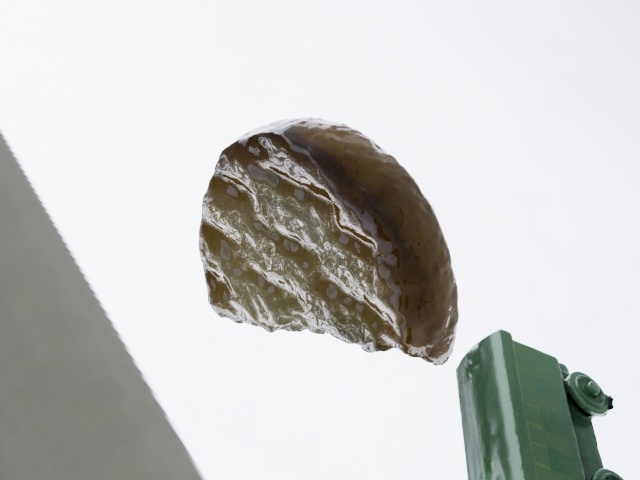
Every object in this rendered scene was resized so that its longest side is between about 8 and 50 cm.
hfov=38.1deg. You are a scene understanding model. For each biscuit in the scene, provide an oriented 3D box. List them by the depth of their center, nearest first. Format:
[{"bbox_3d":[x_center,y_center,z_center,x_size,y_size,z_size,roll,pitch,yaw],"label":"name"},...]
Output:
[{"bbox_3d":[0.001,0.000,0.791,0.091,0.274,0.213,-19,-66,-38],"label":"biscuit"}]

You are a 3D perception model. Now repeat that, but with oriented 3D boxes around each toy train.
[{"bbox_3d":[0.286,0.262,1.197,0.202,0.120,0.300,23,-142,-17],"label":"toy train"}]
